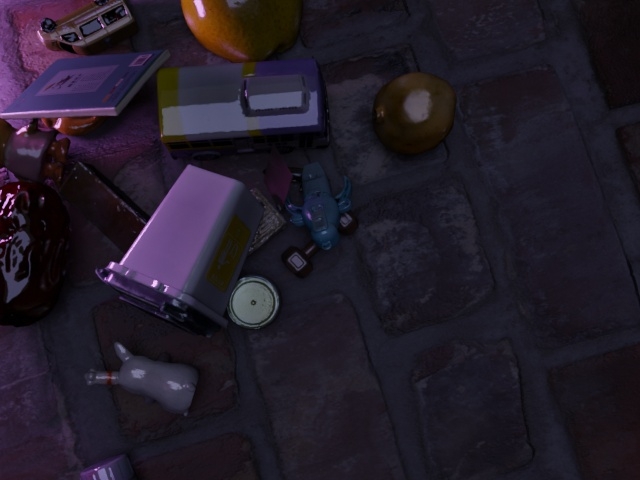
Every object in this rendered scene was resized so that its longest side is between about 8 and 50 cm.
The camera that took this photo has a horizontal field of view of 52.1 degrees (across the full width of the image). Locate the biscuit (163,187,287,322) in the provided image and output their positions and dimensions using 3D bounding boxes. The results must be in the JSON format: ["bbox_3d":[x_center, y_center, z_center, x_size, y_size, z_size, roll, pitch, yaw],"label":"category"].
[{"bbox_3d":[-0.288,0.040,1.758,0.426,0.078,0.144,-41,87,-4],"label":"biscuit"}]

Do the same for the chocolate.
[{"bbox_3d":[-0.546,-0.067,1.748,0.321,0.112,0.112,41,92,2],"label":"chocolate"}]

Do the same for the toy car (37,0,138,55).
[{"bbox_3d":[-0.636,-0.578,1.798,0.257,0.101,0.124,-30,89,-6],"label":"toy car"}]

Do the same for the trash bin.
[{"bbox_3d":[-0.325,0.016,1.596,0.296,0.256,0.367,19,75,25],"label":"trash bin"}]

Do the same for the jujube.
[{"bbox_3d":[-0.767,0.036,1.656,0.259,0.258,0.376,2,89,-2],"label":"jujube"}]

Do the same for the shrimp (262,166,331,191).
[{"bbox_3d":[-0.070,-0.131,1.811,0.195,0.035,0.147,8,86,-3],"label":"shrimp"}]

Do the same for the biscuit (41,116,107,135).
[{"bbox_3d":[-0.661,-0.407,1.808,0.260,0.041,0.203,-38,87,-4],"label":"biscuit"}]

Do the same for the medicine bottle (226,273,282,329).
[{"bbox_3d":[-0.172,0.160,1.718,0.148,0.143,0.147,0,86,0],"label":"medicine bottle"}]

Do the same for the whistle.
[{"bbox_3d":[-0.003,-0.090,1.716,0.186,0.093,0.273,-16,58,10],"label":"whistle"}]

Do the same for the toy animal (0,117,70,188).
[{"bbox_3d":[-0.806,-0.243,1.704,0.281,0.169,0.195,7,119,-25],"label":"toy animal"}]

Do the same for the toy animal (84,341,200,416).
[{"bbox_3d":[-0.448,0.352,1.698,0.283,0.138,0.140,15,76,7],"label":"toy animal"}]

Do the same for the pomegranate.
[{"bbox_3d":[0.252,-0.338,1.756,0.233,0.233,0.233,0,84,-2],"label":"pomegranate"}]

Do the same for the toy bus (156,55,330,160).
[{"bbox_3d":[-0.192,-0.346,1.717,0.440,0.249,0.209,-4,84,-3],"label":"toy bus"}]

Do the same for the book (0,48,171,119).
[{"bbox_3d":[-0.589,-0.391,1.640,0.380,0.031,0.264,3,46,25],"label":"book"}]

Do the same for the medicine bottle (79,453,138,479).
[{"bbox_3d":[-0.524,0.643,1.658,0.135,0.135,0.168,-20,86,-4],"label":"medicine bottle"}]

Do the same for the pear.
[{"bbox_3d":[-0.219,-0.687,1.782,0.340,0.191,0.386,-34,87,-6],"label":"pear"}]

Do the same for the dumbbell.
[{"bbox_3d":[0.000,0.000,1.773,0.231,0.082,0.092,-44,89,-6],"label":"dumbbell"}]

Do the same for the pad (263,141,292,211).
[{"bbox_3d":[-0.115,-0.163,1.726,0.006,0.187,0.113,-21,70,-22],"label":"pad"}]
